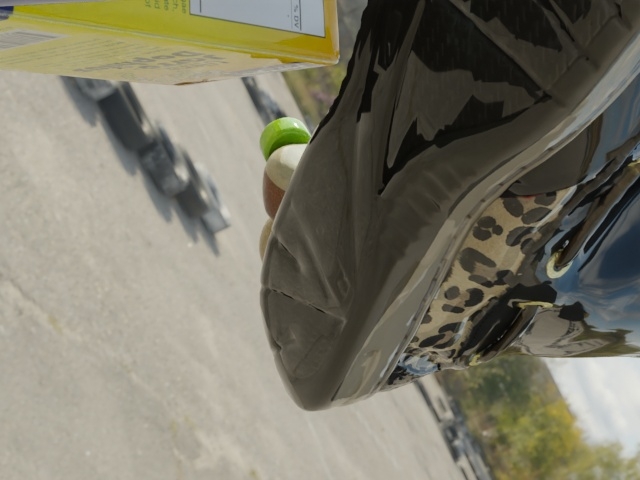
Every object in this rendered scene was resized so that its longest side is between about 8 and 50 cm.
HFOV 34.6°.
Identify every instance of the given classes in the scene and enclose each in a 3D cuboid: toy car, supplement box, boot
[{"bbox_3d":[0.000,0.000,1.015,0.155,0.148,0.188,-115,-144,-50],"label":"toy car"},{"bbox_3d":[-0.167,-0.232,0.777,0.356,0.195,0.194,-4,93,-52],"label":"supplement box"},{"bbox_3d":[0.157,-0.051,0.494,0.377,0.284,0.138,-61,-141,39],"label":"boot"}]

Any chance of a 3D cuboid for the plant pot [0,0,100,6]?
[{"bbox_3d":[-0.124,-0.241,0.425,0.212,0.235,0.236,39,48,-85],"label":"plant pot"}]
